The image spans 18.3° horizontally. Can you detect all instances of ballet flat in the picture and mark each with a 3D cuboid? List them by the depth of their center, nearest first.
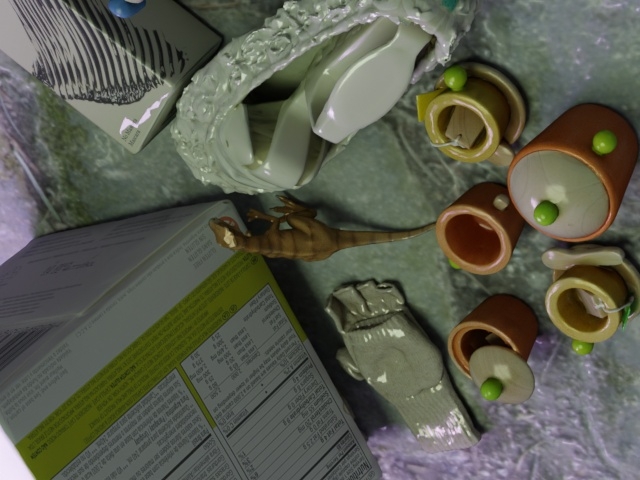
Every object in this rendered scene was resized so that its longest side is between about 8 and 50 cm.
[{"bbox_3d":[-0.009,-0.125,1.679,0.147,0.147,0.409,45,136,-5],"label":"ballet flat"}]

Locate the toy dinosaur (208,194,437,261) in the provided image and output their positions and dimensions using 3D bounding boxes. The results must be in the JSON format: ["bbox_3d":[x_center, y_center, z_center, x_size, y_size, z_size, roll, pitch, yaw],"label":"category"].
[{"bbox_3d":[0.000,0.000,1.834,0.212,0.112,0.064,-4,105,-12],"label":"toy dinosaur"}]

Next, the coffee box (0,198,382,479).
[{"bbox_3d":[-0.215,0.205,1.926,0.338,0.338,0.334,-10,116,47],"label":"coffee box"}]

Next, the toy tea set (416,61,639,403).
[{"bbox_3d":[0.171,0.016,1.698,0.200,0.124,0.336,11,129,27],"label":"toy tea set"}]

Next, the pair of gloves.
[{"bbox_3d":[0.024,0.136,1.955,0.240,0.042,0.204,-8,119,37],"label":"pair of gloves"}]

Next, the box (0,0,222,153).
[{"bbox_3d":[-0.234,-0.212,1.809,0.275,0.094,0.113,37,136,2],"label":"box"}]

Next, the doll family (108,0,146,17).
[{"bbox_3d":[-0.179,-0.331,1.685,0.263,0.118,0.163,46,146,20],"label":"doll family"}]
